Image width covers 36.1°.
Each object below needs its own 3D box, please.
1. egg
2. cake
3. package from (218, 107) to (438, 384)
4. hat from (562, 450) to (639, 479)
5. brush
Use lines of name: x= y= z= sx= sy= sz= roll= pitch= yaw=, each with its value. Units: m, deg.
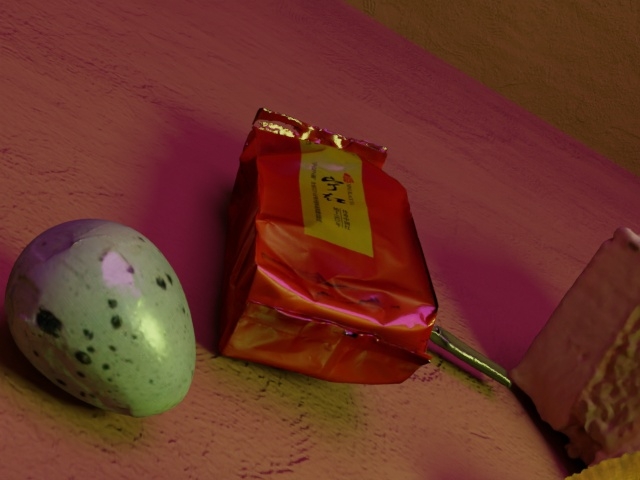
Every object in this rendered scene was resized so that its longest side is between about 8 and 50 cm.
egg: x=-0.163 y=0.061 z=0.742 sx=0.164 sy=0.131 sz=0.131 roll=51 pitch=25 yaw=12
cake: x=0.448 y=0.180 z=1.186 sx=0.314 sy=0.293 sz=0.307 roll=19 pitch=23 yaw=-44
package: x=0.000 y=0.000 z=1.043 sx=0.196 sy=0.123 sz=0.424 roll=15 pitch=28 yaw=-13
hat: x=0.314 y=0.336 z=0.916 sx=0.233 sy=0.244 sz=0.234 roll=56 pitch=27 yaw=-62
brush: x=0.119 y=0.109 z=1.164 sx=0.248 sy=0.036 sz=0.043 roll=32 pitch=24 yaw=-11
